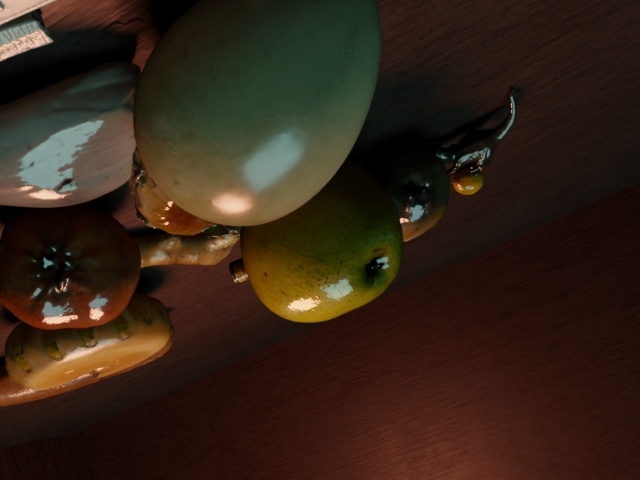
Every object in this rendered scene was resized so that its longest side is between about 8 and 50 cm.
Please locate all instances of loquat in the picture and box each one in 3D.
[{"bbox_3d":[0.157,-0.087,1.149,0.179,0.179,0.227,-11,166,-31],"label":"loquat"}]

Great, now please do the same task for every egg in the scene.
[{"bbox_3d":[-0.059,-0.147,0.599,0.295,0.218,0.218,-45,154,28],"label":"egg"}]

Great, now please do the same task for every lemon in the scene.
[{"bbox_3d":[0.353,-0.142,1.410,0.092,0.065,0.065,-18,164,-28],"label":"lemon"}]

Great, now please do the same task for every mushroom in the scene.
[{"bbox_3d":[-0.348,-0.097,0.615,0.328,0.122,0.159,-15,126,-25],"label":"mushroom"}]

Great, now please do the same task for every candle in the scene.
[{"bbox_3d":[-0.153,0.061,1.438,0.130,0.052,0.052,-23,164,-1],"label":"candle"}]

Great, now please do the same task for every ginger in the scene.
[{"bbox_3d":[-0.290,0.021,1.110,0.298,0.065,0.118,-10,152,-37],"label":"ginger"}]

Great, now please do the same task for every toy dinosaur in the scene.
[{"bbox_3d":[0.288,-0.188,1.140,0.187,0.087,0.179,-21,165,-6],"label":"toy dinosaur"}]

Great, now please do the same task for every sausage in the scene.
[{"bbox_3d":[-0.623,0.314,1.524,0.500,0.123,0.136,-17,161,-15],"label":"sausage"}]

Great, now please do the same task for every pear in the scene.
[{"bbox_3d":[0.000,0.000,1.017,0.294,0.294,0.294,-20,164,-6],"label":"pear"}]

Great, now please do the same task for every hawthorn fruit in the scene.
[{"bbox_3d":[-0.373,0.046,0.902,0.199,0.199,0.251,-18,174,-14],"label":"hawthorn fruit"}]

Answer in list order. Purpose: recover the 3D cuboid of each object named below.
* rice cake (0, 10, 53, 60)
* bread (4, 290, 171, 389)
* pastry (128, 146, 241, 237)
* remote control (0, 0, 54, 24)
[{"bbox_3d":[-0.330,-0.161,0.533,0.180,0.030,0.042,-22,159,0],"label":"rice cake"},{"bbox_3d":[-0.482,0.196,1.257,0.333,0.160,0.333,-21,165,-6],"label":"bread"},{"bbox_3d":[-0.141,-0.093,0.834,0.257,0.121,0.236,-8,158,-41],"label":"pastry"},{"bbox_3d":[-0.247,-0.215,0.440,0.293,0.051,0.103,-21,164,9],"label":"remote control"}]
